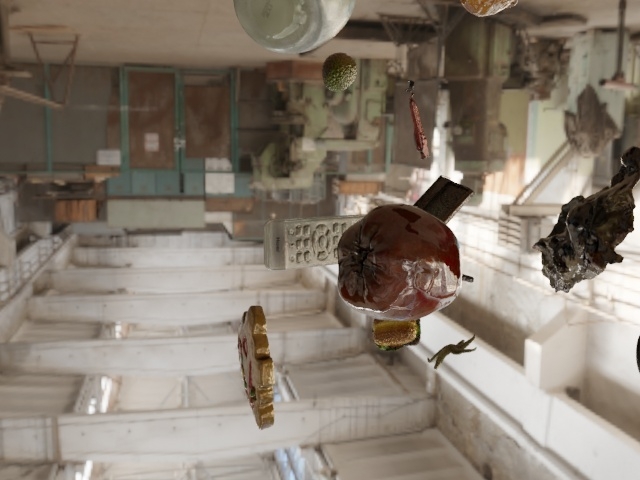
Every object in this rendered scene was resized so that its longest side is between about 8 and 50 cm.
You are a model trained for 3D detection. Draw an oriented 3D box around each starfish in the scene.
[{"bbox_3d":[0.449,0.375,2.341,0.217,0.050,0.223,-15,-166,47],"label":"starfish"}]

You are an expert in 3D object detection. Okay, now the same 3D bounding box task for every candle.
[{"bbox_3d":[0.196,-0.246,1.416,0.026,0.167,0.021,-16,-157,2],"label":"candle"}]

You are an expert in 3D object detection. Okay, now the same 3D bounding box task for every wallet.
[{"bbox_3d":[0.316,-0.081,1.983,0.243,0.039,0.133,-45,-133,-12],"label":"wallet"}]

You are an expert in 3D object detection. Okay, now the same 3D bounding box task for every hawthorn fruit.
[{"bbox_3d":[0.156,0.049,1.174,0.248,0.208,0.208,15,180,-31],"label":"hawthorn fruit"}]

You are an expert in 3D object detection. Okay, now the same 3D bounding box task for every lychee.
[{"bbox_3d":[0.058,-0.536,2.186,0.114,0.146,0.114,13,153,7],"label":"lychee"}]

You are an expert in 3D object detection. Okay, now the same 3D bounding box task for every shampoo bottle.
[{"bbox_3d":[-0.068,-0.665,1.835,0.323,0.322,0.317,3,-137,18],"label":"shampoo bottle"}]

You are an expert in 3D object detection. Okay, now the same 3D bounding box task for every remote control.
[{"bbox_3d":[0.000,0.000,1.535,0.313,0.109,0.055,-5,-174,-41],"label":"remote control"}]

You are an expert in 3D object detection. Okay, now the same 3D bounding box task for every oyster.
[{"bbox_3d":[0.486,-0.030,1.271,0.096,0.221,0.361,31,166,6],"label":"oyster"}]

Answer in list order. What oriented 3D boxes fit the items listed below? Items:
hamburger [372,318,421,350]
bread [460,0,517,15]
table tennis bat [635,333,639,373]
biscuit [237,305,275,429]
[{"bbox_3d":[0.244,0.289,2.234,0.166,0.137,0.087,-8,157,26],"label":"hamburger"},{"bbox_3d":[0.329,-0.567,1.298,0.269,0.268,0.145,-5,-135,-36],"label":"bread"},{"bbox_3d":[0.761,0.221,1.551,0.150,0.236,0.027,6,170,-26],"label":"table tennis bat"},{"bbox_3d":[-0.122,0.213,1.220,0.041,0.212,0.239,-7,-177,-16],"label":"biscuit"}]
